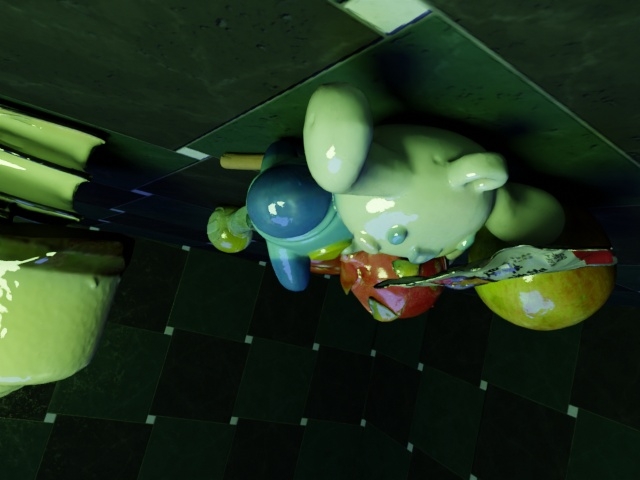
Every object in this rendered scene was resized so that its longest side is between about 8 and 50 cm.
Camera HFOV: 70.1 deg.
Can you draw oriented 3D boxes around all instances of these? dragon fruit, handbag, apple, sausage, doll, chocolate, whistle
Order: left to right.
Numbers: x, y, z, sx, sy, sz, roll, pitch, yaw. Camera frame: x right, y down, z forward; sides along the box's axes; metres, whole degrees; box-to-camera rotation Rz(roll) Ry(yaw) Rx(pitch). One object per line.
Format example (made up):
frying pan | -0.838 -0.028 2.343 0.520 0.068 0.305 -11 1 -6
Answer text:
handbag | -0.528 -0.112 0.763 0.237 0.160 0.358 20 168 -32
chocolate | -0.505 0.114 0.788 0.326 0.297 0.314 2 -177 -19
whistle | -0.193 -0.038 1.119 0.123 0.122 0.223 16 154 -40
sausage | -0.097 -0.119 0.683 0.116 0.026 0.026 5 171 25
doll | 0.046 -0.033 0.537 0.376 0.187 0.366 33 154 -34
dragon fruit | 0.136 0.040 0.876 0.224 0.224 0.227 5 140 31
apple | 0.307 0.026 0.649 0.196 0.196 0.196 9 172 1

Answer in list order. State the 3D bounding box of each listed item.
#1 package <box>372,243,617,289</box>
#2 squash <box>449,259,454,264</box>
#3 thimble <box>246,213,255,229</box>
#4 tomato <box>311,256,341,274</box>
package | 0.193 0.033 0.516 0.239 0.030 0.154 -15 166 32
squash | 0.181 -0.012 1.105 0.111 0.203 0.288 18 -156 -51
thimble | -0.075 -0.060 0.843 0.119 0.090 0.135 8 170 -8
tomato | 0.000 0.000 1.016 0.195 0.136 0.195 10 169 2
